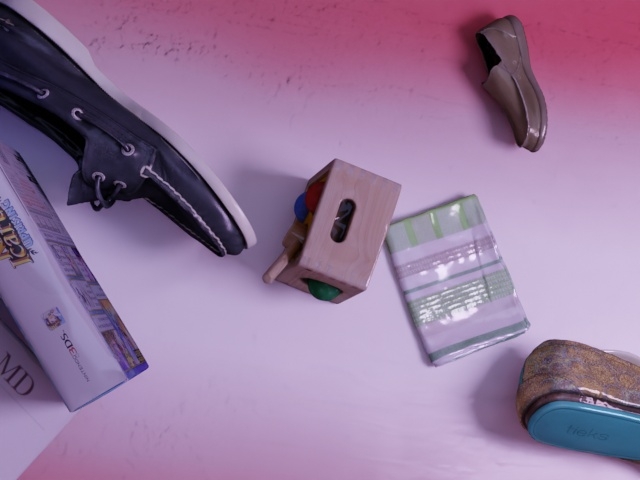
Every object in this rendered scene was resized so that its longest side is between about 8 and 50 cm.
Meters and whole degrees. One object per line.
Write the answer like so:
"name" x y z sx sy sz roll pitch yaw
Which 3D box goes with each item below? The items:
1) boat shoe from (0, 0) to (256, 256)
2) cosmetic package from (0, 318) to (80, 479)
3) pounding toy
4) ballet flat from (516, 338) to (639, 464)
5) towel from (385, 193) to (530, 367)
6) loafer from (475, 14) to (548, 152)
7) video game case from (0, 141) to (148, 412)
"boat shoe" -0.211 -0.086 1.721 0.340 0.127 0.113 45 75 -2
"cosmetic package" -0.451 0.219 1.553 0.453 0.161 0.230 -49 120 -16
"pounding toy" 0.000 0.000 1.756 0.100 0.130 0.141 22 76 -10
"ballet flat" 0.358 0.180 1.836 0.348 0.123 0.123 18 77 -13
"towel" 0.137 0.039 1.841 0.113 0.023 0.152 -19 86 -17
"loafer" 0.192 -0.157 1.874 0.050 0.056 0.148 -9 73 -15
"video game case" -0.246 0.028 1.617 0.061 0.269 0.244 -32 89 -2
